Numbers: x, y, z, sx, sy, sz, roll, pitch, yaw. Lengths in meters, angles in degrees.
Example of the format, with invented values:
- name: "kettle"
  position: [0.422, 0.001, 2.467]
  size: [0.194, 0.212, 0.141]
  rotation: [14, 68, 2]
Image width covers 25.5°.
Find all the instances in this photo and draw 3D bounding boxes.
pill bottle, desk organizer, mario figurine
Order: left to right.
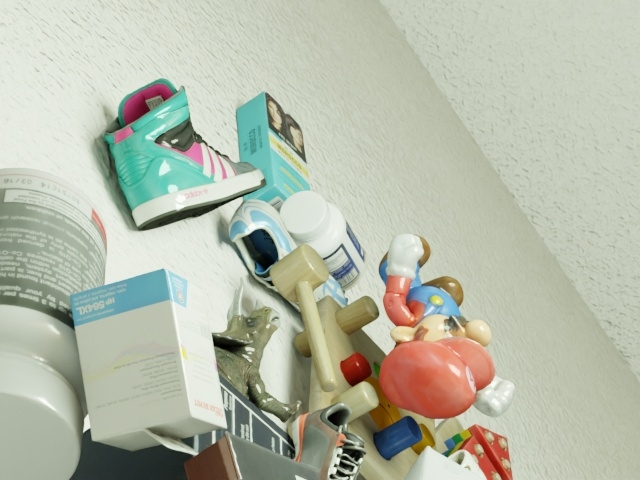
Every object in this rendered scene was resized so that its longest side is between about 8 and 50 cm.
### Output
- name: "pill bottle"
  position: [-0.272, 0.079, 1.233]
  size: [0.161, 0.161, 0.283]
  rotation: [44, 23, -32]
- name: "desk organizer"
  position: [-0.052, 0.208, 1.185]
  size: [0.130, 0.050, 0.047]
  rotation: [32, 30, -48]
- name: "pill bottle"
  position: [0.000, 0.000, 2.028]
  size: [0.169, 0.094, 0.094]
  rotation: [59, 10, -56]
- name: "mario figurine"
  position: [0.167, 0.105, 1.815]
  size: [0.198, 0.170, 0.320]
  rotation: [15, 26, -11]

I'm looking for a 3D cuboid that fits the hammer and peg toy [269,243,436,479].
- name: "hammer and peg toy"
  position: [0.038, 0.196, 1.836]
  size: [0.361, 0.127, 0.266]
  rotation: [47, 24, -26]

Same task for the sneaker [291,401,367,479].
- name: "sneaker"
  position: [0.011, 0.206, 1.312]
  size: [0.061, 0.065, 0.158]
  rotation: [42, 23, -32]

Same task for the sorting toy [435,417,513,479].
- name: "sorting toy"
  position: [0.255, 0.389, 2.104]
  size: [0.257, 0.089, 0.255]
  rotation: [58, 20, 3]

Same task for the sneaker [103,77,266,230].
- name: "sneaker"
  position: [-0.181, -0.120, 1.820]
  size: [0.178, 0.124, 0.295]
  rotation: [68, 21, 1]

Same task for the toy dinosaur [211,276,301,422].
- name: "toy dinosaur"
  position: [-0.120, 0.172, 1.566]
  size: [0.160, 0.121, 0.313]
  rotation: [46, 24, 4]

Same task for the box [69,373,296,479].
- name: "box"
  position: [-0.083, 0.318, 1.279]
  size: [0.294, 0.183, 0.296]
  rotation: [46, 21, -28]

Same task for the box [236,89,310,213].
- name: "box"
  position: [-0.069, -0.115, 2.149]
  size: [0.100, 0.060, 0.244]
  rotation: [43, 24, -34]

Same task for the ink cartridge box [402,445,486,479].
- name: "ink cartridge box"
  position: [0.200, 0.401, 1.490]
  size: [0.309, 0.130, 0.272]
  rotation: [30, 24, -2]

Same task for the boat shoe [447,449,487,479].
- name: "boat shoe"
  position: [0.104, 0.345, 1.692]
  size: [0.277, 0.098, 0.096]
  rotation: [-34, 102, -43]

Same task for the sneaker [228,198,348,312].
- name: "sneaker"
  position: [-0.046, 0.049, 1.943]
  size: [0.237, 0.085, 0.086]
  rotation: [50, 40, -23]

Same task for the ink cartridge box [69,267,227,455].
- name: "ink cartridge box"
  position: [-0.140, 0.110, 1.168]
  size: [0.092, 0.090, 0.143]
  rotation: [42, 35, -69]
